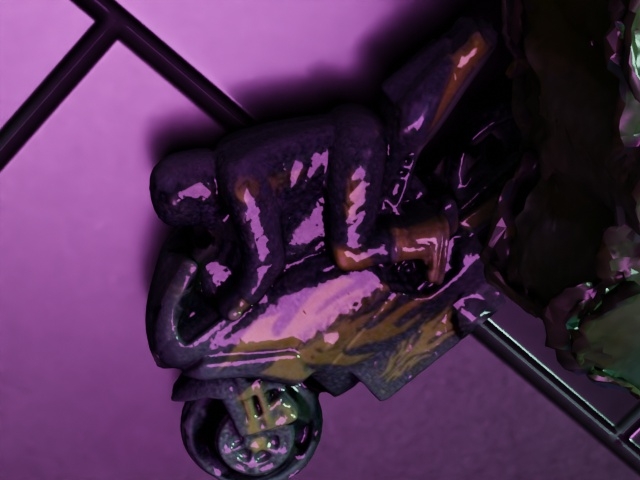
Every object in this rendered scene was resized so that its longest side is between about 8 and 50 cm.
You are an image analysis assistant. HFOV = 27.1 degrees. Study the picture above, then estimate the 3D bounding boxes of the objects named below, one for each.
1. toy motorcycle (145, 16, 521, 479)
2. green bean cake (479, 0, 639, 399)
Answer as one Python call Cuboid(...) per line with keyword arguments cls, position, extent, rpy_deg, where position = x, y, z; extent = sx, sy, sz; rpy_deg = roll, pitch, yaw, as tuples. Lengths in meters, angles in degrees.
Cuboid(cls="toy motorcycle", position=(0.000, 0.000, 0.476), extent=(0.193, 0.061, 0.124), rpy_deg=(-44, 111, 11))
Cuboid(cls="green bean cake", position=(0.176, -0.079, 0.408), extent=(0.255, 0.132, 0.241), rpy_deg=(-8, 121, -20))
